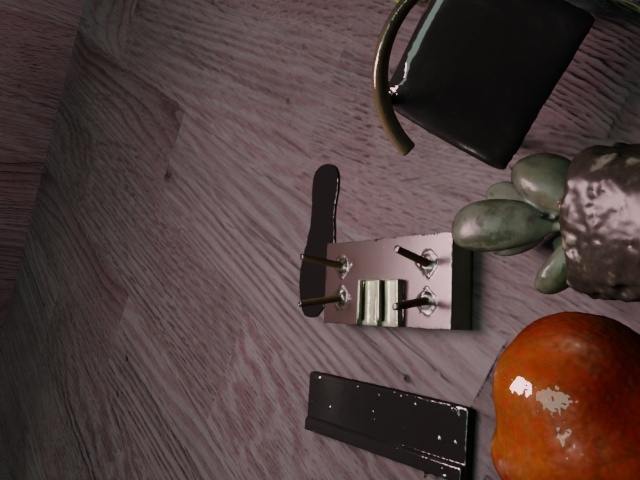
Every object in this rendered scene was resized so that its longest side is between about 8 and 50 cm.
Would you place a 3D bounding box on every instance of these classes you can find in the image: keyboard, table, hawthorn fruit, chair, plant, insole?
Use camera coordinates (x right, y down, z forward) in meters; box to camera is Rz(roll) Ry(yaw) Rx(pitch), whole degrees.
[{"bbox_3d":[0.080,0.252,0.871,0.310,0.018,0.101,-2,81,51],"label":"keyboard"},{"bbox_3d":[0.072,0.055,0.843,0.240,0.111,0.121,-7,79,50],"label":"table"},{"bbox_3d":[0.265,0.164,0.542,0.225,0.196,0.196,11,92,35],"label":"hawthorn fruit"},{"bbox_3d":[0.155,-0.182,0.639,0.166,0.272,0.188,28,112,4],"label":"chair"},{"bbox_3d":[0.262,-0.017,0.600,0.274,0.146,0.149,8,98,60],"label":"plant"},{"bbox_3d":[0.000,0.000,1.025,0.086,0.005,0.253,4,88,50],"label":"insole"}]

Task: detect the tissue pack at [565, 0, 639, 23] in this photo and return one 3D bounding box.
[{"bbox_3d":[0.264,-0.278,0.574,0.316,0.228,0.103,40,113,46],"label":"tissue pack"}]

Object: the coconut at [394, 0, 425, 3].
[{"bbox_3d":[0.124,-0.373,0.879,0.096,0.088,0.088,-7,76,20],"label":"coconut"}]
